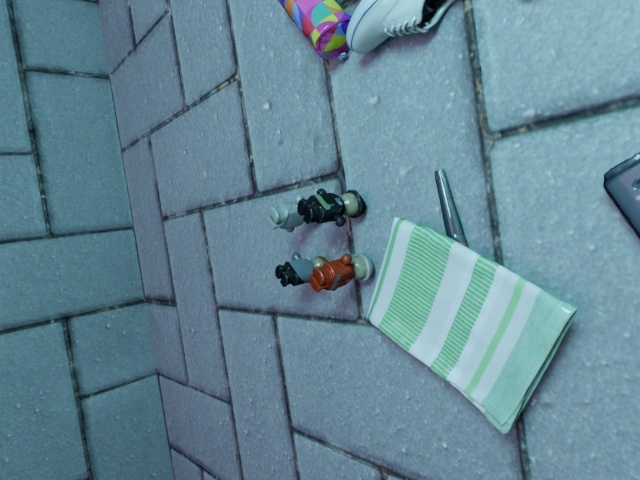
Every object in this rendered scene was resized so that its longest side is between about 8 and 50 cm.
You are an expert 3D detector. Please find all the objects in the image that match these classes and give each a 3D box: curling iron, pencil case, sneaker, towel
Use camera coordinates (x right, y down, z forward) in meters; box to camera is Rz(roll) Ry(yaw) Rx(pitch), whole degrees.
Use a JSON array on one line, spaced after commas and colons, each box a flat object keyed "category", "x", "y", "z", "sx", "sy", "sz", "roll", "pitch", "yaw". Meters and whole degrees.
[{"category": "curling iron", "x": 0.225, "y": 0.012, "z": 0.769, "sx": 0.068, "sy": 0.035, "sz": 0.273, "roll": -9, "pitch": 91, "yaw": 49}, {"category": "pencil case", "x": -0.014, "y": -0.471, "z": 0.901, "sx": 0.236, "sy": 0.105, "sz": 0.104, "roll": 58, "pitch": 135, "yaw": 20}, {"category": "sneaker", "x": 0.142, "y": -0.384, "z": 0.738, "sx": 0.258, "sy": 0.094, "sz": 0.091, "roll": -29, "pitch": 72, "yaw": 47}, {"category": "towel", "x": 0.217, "y": 0.127, "z": 0.750, "sx": 0.325, "sy": 0.038, "sz": 0.247, "roll": 37, "pitch": 126, "yaw": 41}]

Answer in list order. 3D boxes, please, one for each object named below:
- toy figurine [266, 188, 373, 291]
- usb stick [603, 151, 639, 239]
[{"category": "toy figurine", "x": 0.000, "y": 0.000, "z": 0.950, "sx": 0.210, "sy": 0.148, "sz": 0.212, "roll": -7, "pitch": 95, "yaw": 55}, {"category": "usb stick", "x": 0.440, "y": 0.020, "z": 0.521, "sx": 0.077, "sy": 0.045, "sz": 0.277, "roll": -43, "pitch": 66, "yaw": 45}]
